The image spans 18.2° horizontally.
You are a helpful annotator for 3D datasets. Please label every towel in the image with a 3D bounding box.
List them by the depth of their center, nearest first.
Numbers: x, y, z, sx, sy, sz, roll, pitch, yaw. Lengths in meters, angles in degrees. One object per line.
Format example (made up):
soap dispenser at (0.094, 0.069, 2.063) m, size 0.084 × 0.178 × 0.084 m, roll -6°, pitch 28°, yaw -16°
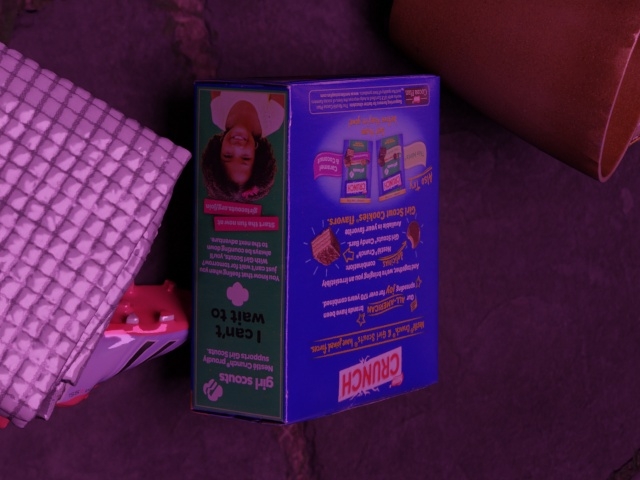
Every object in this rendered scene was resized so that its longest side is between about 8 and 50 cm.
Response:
towel at (-0.277, -0.006, 1.724) m, size 0.235 × 0.121 × 0.283 m, roll 31°, pitch 75°, yaw -13°

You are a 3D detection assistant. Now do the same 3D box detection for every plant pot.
plant pot at (0.207, -0.214, 2.000) m, size 0.237 × 0.254 × 0.237 m, roll -59°, pitch 163°, yaw -30°

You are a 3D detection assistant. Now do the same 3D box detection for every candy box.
candy box at (0.000, 0.000, 1.925) m, size 0.268 × 0.122 × 0.317 m, roll -8°, pitch 100°, yaw -55°

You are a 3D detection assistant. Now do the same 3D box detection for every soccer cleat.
soccer cleat at (-0.210, 0.103, 1.860) m, size 0.248 × 0.083 × 0.095 m, roll -15°, pitch 130°, yaw -38°

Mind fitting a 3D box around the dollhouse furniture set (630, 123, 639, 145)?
dollhouse furniture set at (0.323, -0.265, 2.208) m, size 0.198 × 0.151 × 0.301 m, roll -26°, pitch 129°, yaw -10°
